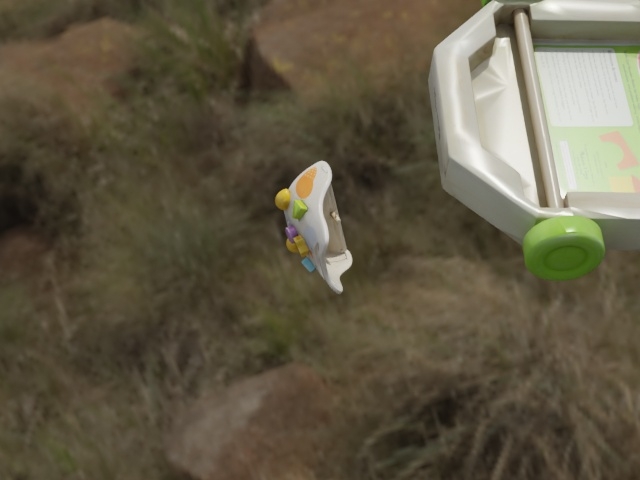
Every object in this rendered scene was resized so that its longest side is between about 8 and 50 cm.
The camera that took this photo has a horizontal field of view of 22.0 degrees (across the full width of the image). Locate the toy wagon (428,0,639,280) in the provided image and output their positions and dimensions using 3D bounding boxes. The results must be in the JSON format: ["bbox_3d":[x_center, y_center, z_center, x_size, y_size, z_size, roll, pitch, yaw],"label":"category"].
[{"bbox_3d":[0.258,-0.088,1.234,0.344,0.068,0.267,1,54,-7],"label":"toy wagon"}]

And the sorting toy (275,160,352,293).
[{"bbox_3d":[0.000,0.000,1.184,0.044,0.083,0.075,-17,35,-4],"label":"sorting toy"}]
